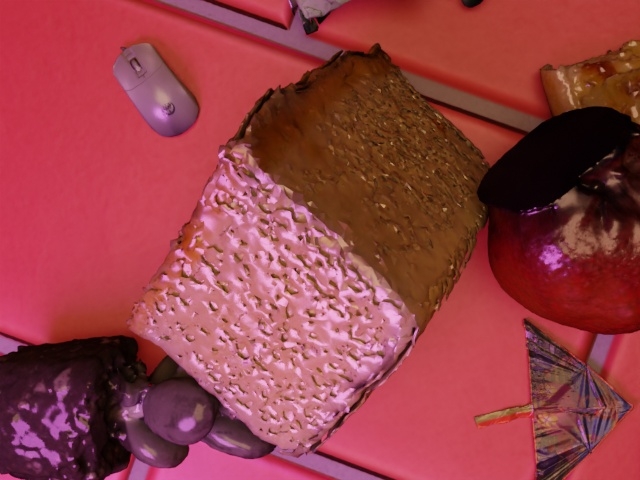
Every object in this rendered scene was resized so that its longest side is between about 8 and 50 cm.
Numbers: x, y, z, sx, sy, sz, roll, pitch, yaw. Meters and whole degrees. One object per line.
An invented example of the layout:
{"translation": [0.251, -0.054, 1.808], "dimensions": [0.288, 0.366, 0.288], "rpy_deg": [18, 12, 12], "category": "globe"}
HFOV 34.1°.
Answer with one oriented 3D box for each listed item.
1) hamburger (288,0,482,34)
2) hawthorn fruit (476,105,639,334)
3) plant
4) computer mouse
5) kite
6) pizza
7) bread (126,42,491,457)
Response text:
{"translation": [0.054, -0.348, 0.995], "dimensions": [0.276, 0.150, 0.260], "rpy_deg": [-9, 91, 3], "category": "hamburger"}
{"translation": [0.245, 0.002, 0.953], "dimensions": [0.189, 0.251, 0.189], "rpy_deg": [-8, 54, 11], "category": "hawthorn fruit"}
{"translation": [-0.173, 0.160, 1.014], "dimensions": [0.274, 0.149, 0.146], "rpy_deg": [-8, 108, 5], "category": "plant"}
{"translation": [-0.171, -0.157, 1.065], "dimensions": [0.056, 0.032, 0.110], "rpy_deg": [-38, 88, 2], "category": "computer mouse"}
{"translation": [0.235, 0.173, 1.056], "dimensions": [0.159, 0.010, 0.190], "rpy_deg": [-2, 88, 5], "category": "kite"}
{"translation": [0.375, -0.098, 1.012], "dimensions": [0.223, 0.089, 0.323], "rpy_deg": [-43, 88, 5], "category": "pizza"}
{"translation": [0.000, 0.000, 0.982], "dimensions": [0.248, 0.315, 0.279], "rpy_deg": [41, 117, 4], "category": "bread"}
